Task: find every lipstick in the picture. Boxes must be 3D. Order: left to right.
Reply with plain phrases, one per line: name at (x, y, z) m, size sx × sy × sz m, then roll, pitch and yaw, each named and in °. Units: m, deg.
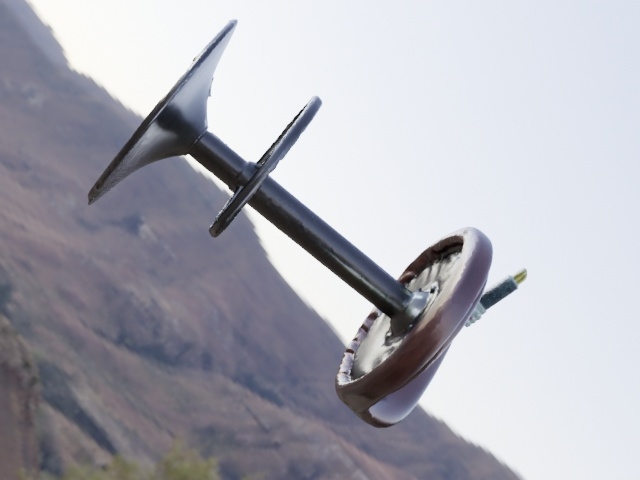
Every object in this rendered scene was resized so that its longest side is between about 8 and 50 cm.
lipstick at (0.244, 0.077, 1.677) m, size 0.037 × 0.116 × 0.037 m, roll 56°, pitch 5°, yaw -7°

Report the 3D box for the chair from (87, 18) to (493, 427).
chair at (0.000, 0.000, 1.143) m, size 0.401 × 0.226 × 0.226 m, roll 40°, pitch -6°, yaw -9°
